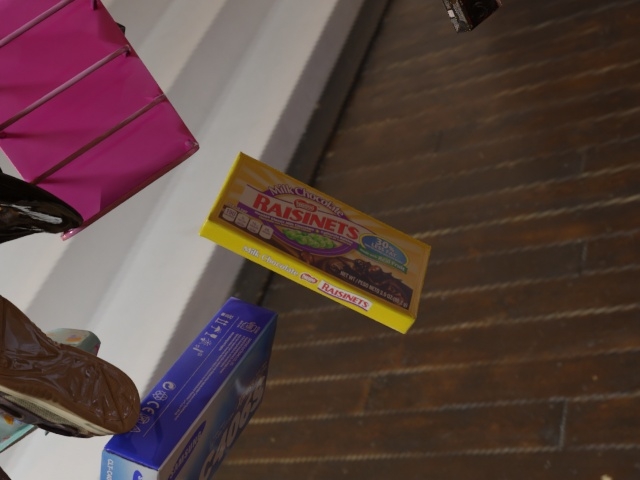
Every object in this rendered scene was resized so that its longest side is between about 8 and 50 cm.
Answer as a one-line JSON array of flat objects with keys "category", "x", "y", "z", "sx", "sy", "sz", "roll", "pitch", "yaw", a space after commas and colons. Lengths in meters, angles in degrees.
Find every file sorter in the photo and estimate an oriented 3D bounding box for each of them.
[{"category": "file sorter", "x": -0.296, "y": -0.171, "z": 1.133, "sx": 0.202, "sy": 0.291, "sz": 0.182, "roll": -35, "pitch": 12, "yaw": -7}]

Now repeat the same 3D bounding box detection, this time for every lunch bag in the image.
[{"category": "lunch bag", "x": -0.512, "y": 0.260, "z": 1.720, "sx": 0.262, "sy": 0.160, "sz": 0.223, "roll": -31, "pitch": 4, "yaw": 7}]

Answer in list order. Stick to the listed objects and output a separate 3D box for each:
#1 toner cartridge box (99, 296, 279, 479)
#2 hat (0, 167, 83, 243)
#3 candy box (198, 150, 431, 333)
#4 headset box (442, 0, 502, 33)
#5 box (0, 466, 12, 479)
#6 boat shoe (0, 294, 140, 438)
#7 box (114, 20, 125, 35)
[{"category": "toner cartridge box", "x": -0.159, "y": 0.228, "z": 1.241, "sx": 0.075, "sy": 0.165, "sz": 0.348, "roll": 18, "pitch": 31, "yaw": 13}, {"category": "hat", "x": -0.409, "y": -0.076, "z": 0.992, "sx": 0.331, "sy": 0.331, "sz": 0.134, "roll": -13, "pitch": 76, "yaw": 26}, {"category": "candy box", "x": 0.000, "y": 0.000, "z": 0.900, "sx": 0.027, "sy": 0.206, "sz": 0.105, "roll": -59, "pitch": 9, "yaw": 40}, {"category": "headset box", "x": 0.212, "y": -0.335, "z": 1.370, "sx": 0.083, "sy": 0.062, "sz": 0.032, "roll": -40, "pitch": 25, "yaw": -27}, {"category": "box", "x": -0.469, "y": 0.458, "z": 1.378, "sx": 0.191, "sy": 0.381, "sz": 0.143, "roll": -34, "pitch": 29, "yaw": -9}, {"category": "boat shoe", "x": -0.322, "y": 0.134, "z": 1.022, "sx": 0.092, "sy": 0.285, "sz": 0.103, "roll": -35, "pitch": 37, "yaw": 30}, {"category": "box", "x": -0.428, "y": -0.273, "z": 1.675, "sx": 0.108, "sy": 0.207, "sz": 0.153, "roll": 25, "pitch": 29, "yaw": 28}]
